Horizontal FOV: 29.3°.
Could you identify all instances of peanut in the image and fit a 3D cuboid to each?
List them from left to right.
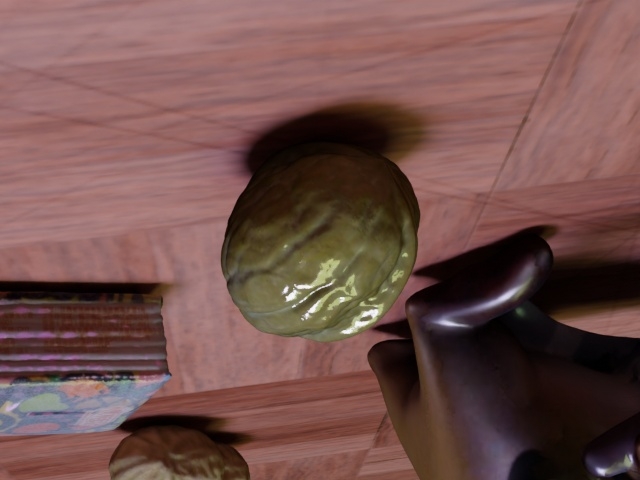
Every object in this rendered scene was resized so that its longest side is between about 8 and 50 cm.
[{"bbox_3d":[-0.111,0.194,1.001,0.082,0.082,0.187,-12,160,9],"label":"peanut"}]

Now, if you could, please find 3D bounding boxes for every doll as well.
[{"bbox_3d":[0.208,0.086,0.711,0.339,0.209,0.318,-5,-168,-5],"label":"doll"}]

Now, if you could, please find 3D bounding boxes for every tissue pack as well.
[{"bbox_3d":[-0.166,0.068,0.652,0.148,0.060,0.108,2,159,-27],"label":"tissue pack"}]

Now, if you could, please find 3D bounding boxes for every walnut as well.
[{"bbox_3d":[0.000,0.000,0.508,0.092,0.092,0.092,-8,160,-3],"label":"walnut"}]
